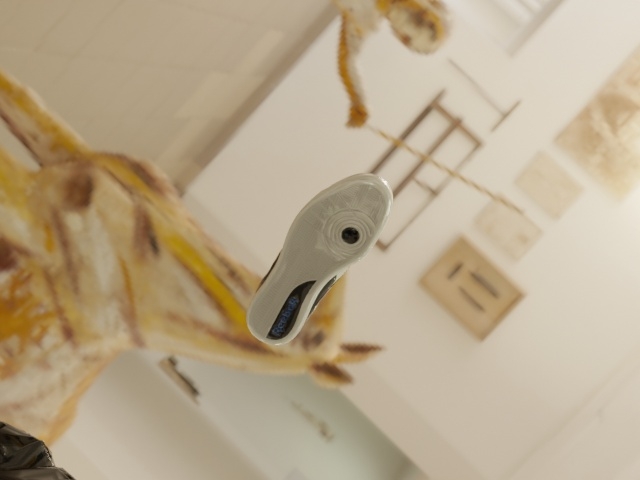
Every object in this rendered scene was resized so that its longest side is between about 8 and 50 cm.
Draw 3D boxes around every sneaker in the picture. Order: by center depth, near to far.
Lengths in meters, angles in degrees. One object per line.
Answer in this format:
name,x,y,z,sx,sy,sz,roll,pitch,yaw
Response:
sneaker,0.000,0.000,1.237,0.217,0.079,0.121,-51,-174,23

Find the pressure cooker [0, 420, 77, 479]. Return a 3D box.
pressure cooker,-0.320,0.369,0.807,0.370,0.376,0.420,-42,158,-55
